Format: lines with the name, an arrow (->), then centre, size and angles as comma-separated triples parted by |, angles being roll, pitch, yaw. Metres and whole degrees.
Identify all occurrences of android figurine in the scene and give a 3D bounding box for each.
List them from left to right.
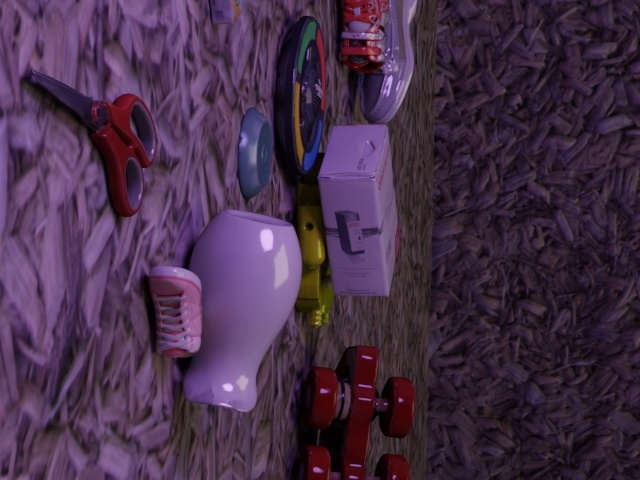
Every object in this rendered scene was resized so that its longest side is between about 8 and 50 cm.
android figurine -> 0.000, 0.000, 2.163 | 0.248, 0.056, 0.273 | 11, 82, -79

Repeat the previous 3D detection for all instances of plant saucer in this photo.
plant saucer -> -0.081, -0.112, 1.780 | 0.119, 0.021, 0.119 | 4, 90, -80

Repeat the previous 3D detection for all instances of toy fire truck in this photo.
toy fire truck -> 0.037, 0.325, 2.269 | 0.254, 0.169, 0.302 | 154, -57, -75

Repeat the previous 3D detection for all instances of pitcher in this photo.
pitcher -> -0.096, 0.070, 1.559 | 0.178, 0.125, 0.207 | -134, -124, -77

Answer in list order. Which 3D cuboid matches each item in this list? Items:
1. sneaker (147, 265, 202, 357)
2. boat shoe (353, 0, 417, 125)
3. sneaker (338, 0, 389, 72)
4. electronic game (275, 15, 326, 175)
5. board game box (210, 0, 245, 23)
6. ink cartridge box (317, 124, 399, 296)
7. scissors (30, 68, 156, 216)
sneaker -> -0.148, 0.079, 1.415 | 0.134, 0.050, 0.070 | 81, 11, -64
boat shoe -> 0.106, -0.365, 2.501 | 0.118, 0.103, 0.321 | -7, -108, 61
sneaker -> 0.071, -0.385, 2.305 | 0.270, 0.090, 0.145 | 73, 20, -68
electronic game -> -0.022, -0.208, 1.987 | 0.229, 0.048, 0.229 | 3, 90, -79
board game box -> -0.106, -0.337, 1.560 | 0.103, 0.026, 0.154 | -73, 163, -52
ink cartridge box -> 0.061, -0.046, 2.089 | 0.159, 0.092, 0.218 | -74, 162, -54
scissors -> -0.195, -0.116, 1.205 | 0.297, 0.021, 0.109 | 67, 31, -65
